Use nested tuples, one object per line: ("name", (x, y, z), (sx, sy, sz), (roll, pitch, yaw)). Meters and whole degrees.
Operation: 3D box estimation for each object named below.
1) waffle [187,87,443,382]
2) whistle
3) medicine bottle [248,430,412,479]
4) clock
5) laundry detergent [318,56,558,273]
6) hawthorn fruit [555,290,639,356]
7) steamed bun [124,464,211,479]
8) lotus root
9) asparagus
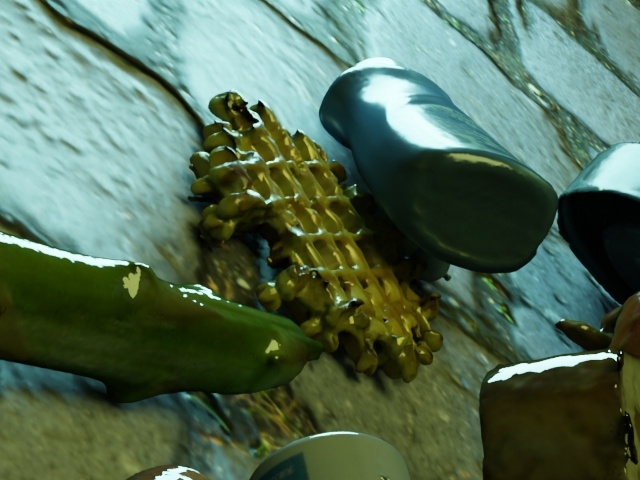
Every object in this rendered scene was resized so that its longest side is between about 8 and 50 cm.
("waffle", (0.000, 0.000, 1.420), (0.232, 0.051, 0.228), (34, 25, -27))
("whistle", (0.069, -0.002, 1.545), (0.100, 0.035, 0.035), (43, 25, -5))
("medicine bottle", (0.017, 0.199, 1.086), (0.105, 0.105, 0.168), (28, 31, -35))
("clock", (0.354, 0.039, 1.687), (0.325, 0.067, 0.325), (37, -12, 9))
("laundry detergent", (0.077, -0.075, 1.555), (0.143, 0.094, 0.290), (15, 18, -24))
("hawthorn fruit", (0.308, 0.138, 1.459), (0.300, 0.275, 0.275), (32, 25, 2))
("steamed bun", (-0.072, 0.204, 0.949), (0.175, 0.106, 0.145), (59, 19, -5))
("lotus root", (0.201, 0.252, 1.173), (0.375, 0.111, 0.390), (62, 23, -19))
("asparagus", (-0.130, 0.044, 1.111), (0.343, 0.085, 0.082), (17, 42, -50))
